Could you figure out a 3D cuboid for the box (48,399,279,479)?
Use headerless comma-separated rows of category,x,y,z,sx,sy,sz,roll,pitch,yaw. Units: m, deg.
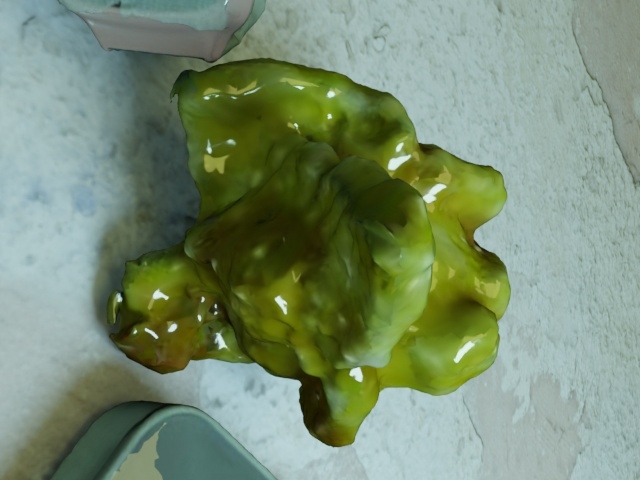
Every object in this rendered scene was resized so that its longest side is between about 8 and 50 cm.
box,-0.123,0.381,0.541,0.397,0.111,0.396,52,54,-28

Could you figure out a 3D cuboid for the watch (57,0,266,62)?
watch,-0.099,-0.280,0.568,0.241,0.161,0.254,-57,156,-72

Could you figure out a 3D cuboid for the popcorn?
popcorn,0.009,-0.006,0.577,0.326,0.321,0.290,57,43,-3
